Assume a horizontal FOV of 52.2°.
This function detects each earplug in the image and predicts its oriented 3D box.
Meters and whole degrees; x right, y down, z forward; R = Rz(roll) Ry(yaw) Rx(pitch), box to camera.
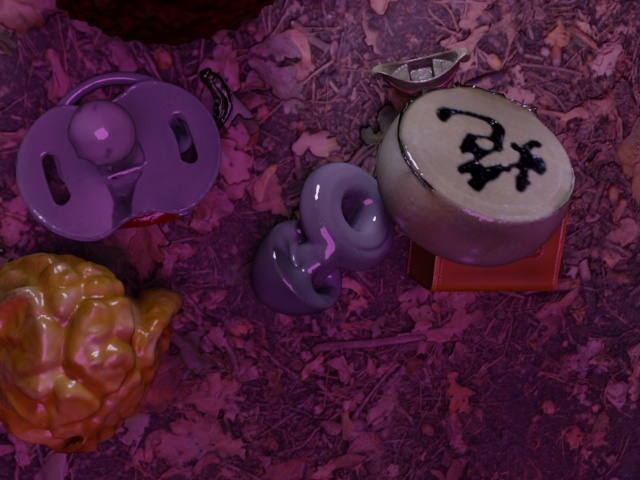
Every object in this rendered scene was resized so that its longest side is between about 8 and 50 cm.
[{"bbox_3d":[0.004,0.001,1.236,0.214,0.175,0.325,44,81,-15],"label":"earplug"}]

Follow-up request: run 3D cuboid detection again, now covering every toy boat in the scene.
[{"bbox_3d":[0.190,-0.314,1.230,0.185,0.089,0.071,-10,144,8],"label":"toy boat"}]

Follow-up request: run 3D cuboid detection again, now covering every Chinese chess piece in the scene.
[{"bbox_3d":[0.275,-0.121,1.172,0.349,0.349,0.146,0,144,-14],"label":"Chinese chess piece"}]

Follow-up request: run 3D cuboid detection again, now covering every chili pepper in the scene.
[{"bbox_3d":[-0.322,-0.047,1.206,0.178,0.027,0.045,-15,108,-8],"label":"chili pepper"},{"bbox_3d":[-0.187,-0.255,1.185,0.055,0.035,0.118,-4,115,0],"label":"chili pepper"}]

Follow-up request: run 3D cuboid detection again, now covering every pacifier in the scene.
[{"bbox_3d":[-0.337,-0.160,1.056,0.343,0.269,0.288,-21,83,-11],"label":"pacifier"}]

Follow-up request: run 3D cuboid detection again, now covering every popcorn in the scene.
[{"bbox_3d":[-0.405,0.169,1.114,0.381,0.349,0.349,-10,111,-52],"label":"popcorn"}]

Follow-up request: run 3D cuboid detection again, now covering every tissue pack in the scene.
[{"bbox_3d":[0.333,0.003,1.323,0.274,0.145,0.195,0,106,-13],"label":"tissue pack"}]

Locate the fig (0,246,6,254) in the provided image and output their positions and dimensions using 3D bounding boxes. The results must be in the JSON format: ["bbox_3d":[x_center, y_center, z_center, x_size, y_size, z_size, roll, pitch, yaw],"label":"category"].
[{"bbox_3d":[-0.635,0.035,1.114,0.177,0.117,0.117,-25,109,-23],"label":"fig"}]

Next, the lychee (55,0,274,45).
[{"bbox_3d":[-0.204,-0.507,0.921,0.500,0.425,0.425,-32,112,24],"label":"lychee"}]
